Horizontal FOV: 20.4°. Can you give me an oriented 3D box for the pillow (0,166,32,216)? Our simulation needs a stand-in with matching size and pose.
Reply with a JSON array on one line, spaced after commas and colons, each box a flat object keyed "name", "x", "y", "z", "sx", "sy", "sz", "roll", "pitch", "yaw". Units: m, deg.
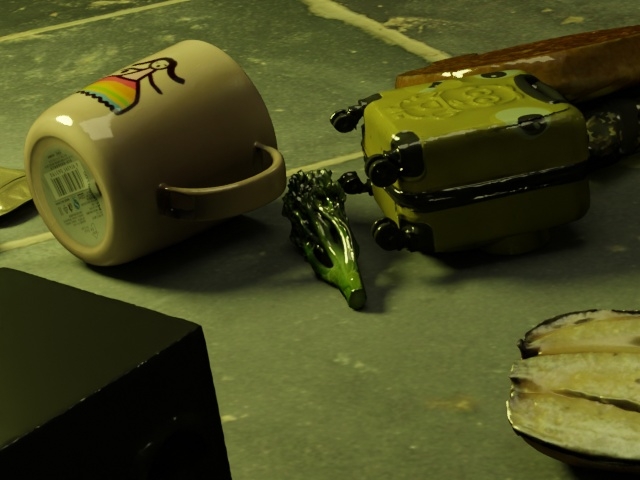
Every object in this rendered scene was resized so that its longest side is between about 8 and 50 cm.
[{"name": "pillow", "x": -0.406, "y": -0.063, "z": 2.021, "sx": 0.217, "sy": 0.033, "sz": 0.130, "roll": 9, "pitch": 30, "yaw": 31}]

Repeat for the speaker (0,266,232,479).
[{"name": "speaker", "x": -0.228, "y": 0.164, "z": 1.256, "sx": 0.232, "sy": 0.184, "sz": 0.254, "roll": 14, "pitch": 33, "yaw": 39}]

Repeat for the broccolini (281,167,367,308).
[{"name": "broccolini", "x": 0.017, "y": 0.007, "z": 1.736, "sx": 0.068, "sy": 0.091, "sz": 0.203, "roll": 15, "pitch": 30, "yaw": -34}]

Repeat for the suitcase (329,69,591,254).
[{"name": "suitcase", "x": 0.145, "y": -0.073, "z": 1.767, "sx": 0.235, "sy": 0.143, "sz": 0.194, "roll": -11, "pitch": 23, "yaw": -9}]

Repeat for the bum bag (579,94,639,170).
[{"name": "bum bag", "x": 0.326, "y": -0.124, "z": 1.937, "sx": 0.248, "sy": 0.069, "sz": 0.102, "roll": -22, "pitch": 11, "yaw": -36}]

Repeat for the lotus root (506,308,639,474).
[{"name": "lotus root", "x": 0.309, "y": 0.130, "z": 1.348, "sx": 0.329, "sy": 0.078, "sz": 0.167, "roll": 6, "pitch": 49, "yaw": 23}]

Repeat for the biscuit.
[{"name": "biscuit", "x": 0.260, "y": -0.193, "z": 2.074, "sx": 0.394, "sy": 0.070, "sz": 0.350, "roll": -16, "pitch": 9, "yaw": -34}]

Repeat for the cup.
[{"name": "cup", "x": -0.158, "y": -0.074, "z": 1.796, "sx": 0.253, "sy": 0.191, "sz": 0.200, "roll": 23, "pitch": 39, "yaw": 40}]
